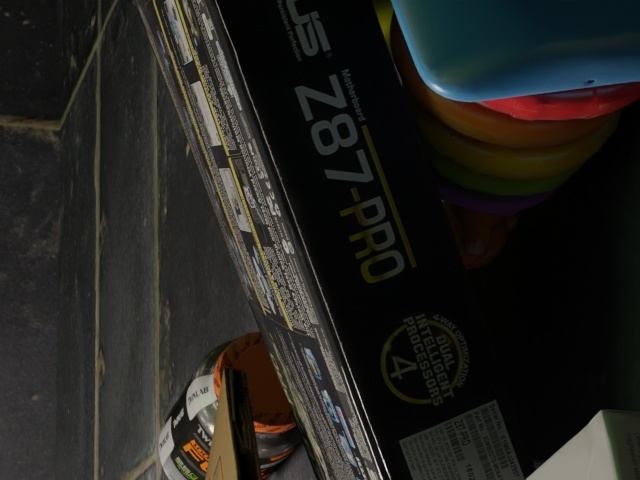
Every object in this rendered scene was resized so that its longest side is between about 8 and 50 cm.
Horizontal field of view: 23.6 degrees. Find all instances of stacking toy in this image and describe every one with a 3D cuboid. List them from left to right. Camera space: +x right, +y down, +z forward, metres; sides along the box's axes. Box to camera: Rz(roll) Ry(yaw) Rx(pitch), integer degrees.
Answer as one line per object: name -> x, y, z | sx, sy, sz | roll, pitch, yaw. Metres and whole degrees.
stacking toy -> 0.110, -0.076, 0.918 | 0.302, 0.175, 0.165 | 97, 162, -56

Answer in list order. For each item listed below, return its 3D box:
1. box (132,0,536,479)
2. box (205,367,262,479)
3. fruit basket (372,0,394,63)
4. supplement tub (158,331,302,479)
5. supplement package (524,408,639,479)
box -> 0.000, 0.000, 0.977 | 0.318, 0.097, 0.395 | -176, 64, -77
box -> -0.075, 0.226, 1.190 | 0.164, 0.021, 0.201 | -106, 25, -64
fruit basket -> -0.009, -0.300, 1.142 | 0.392, 0.283, 0.392 | -48, 30, 39
supplement tub -> -0.074, 0.163, 1.413 | 0.190, 0.117, 0.117 | 123, 146, -56
supplement package -> 0.161, 0.234, 0.654 | 0.204, 0.145, 0.262 | 122, 147, -54
